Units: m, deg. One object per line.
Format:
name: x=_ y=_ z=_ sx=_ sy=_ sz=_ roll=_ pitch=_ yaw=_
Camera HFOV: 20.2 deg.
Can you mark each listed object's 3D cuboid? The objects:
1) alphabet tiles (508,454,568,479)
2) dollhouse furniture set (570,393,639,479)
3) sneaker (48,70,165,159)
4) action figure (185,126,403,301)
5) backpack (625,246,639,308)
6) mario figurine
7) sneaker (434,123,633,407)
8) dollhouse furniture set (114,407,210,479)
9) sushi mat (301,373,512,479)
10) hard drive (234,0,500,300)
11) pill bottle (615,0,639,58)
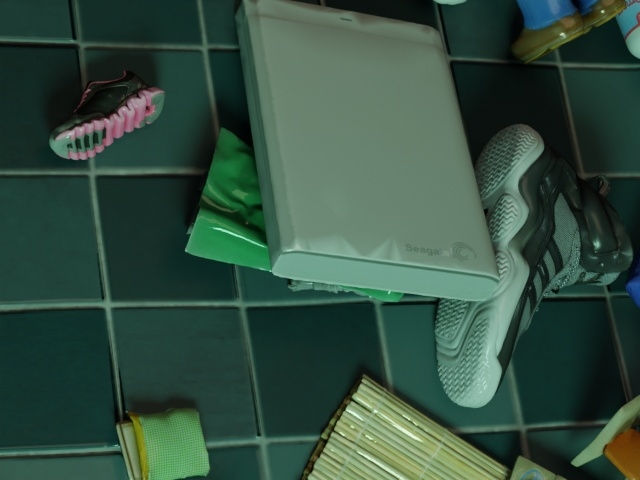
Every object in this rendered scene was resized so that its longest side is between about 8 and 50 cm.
alphabet tiles: x=0.242 y=0.326 z=1.568 sx=0.237 sy=0.009 sz=0.198 roll=29 pitch=61 yaw=-10
dollhouse furniture set: x=0.403 y=0.214 z=1.601 sx=0.259 sy=0.135 sz=0.262 roll=-25 pitch=65 yaw=-42
sneaker: x=-0.196 y=-0.114 z=1.577 sx=0.119 sy=0.047 sz=0.057 roll=-31 pitch=66 yaw=-34
action figure: x=0.000 y=0.000 z=1.595 sx=0.232 sy=0.063 sz=0.137 roll=21 pitch=59 yaw=-10
backpack: x=0.355 y=0.050 z=1.708 sx=0.120 sy=0.101 sz=0.098 roll=51 pitch=56 yaw=-35
mario figurine: x=0.171 y=-0.338 z=1.809 sx=0.321 sy=0.170 sz=0.198 roll=62 pitch=23 yaw=-1
sneaker: x=0.202 y=0.037 z=1.644 sx=0.153 sy=0.101 sz=0.269 roll=22 pitch=70 yaw=-25
dollhouse furniture set: x=-0.112 y=0.201 z=1.461 sx=0.076 sy=0.058 sz=0.152 roll=-7 pitch=71 yaw=-26
sushi mat: x=0.132 y=0.255 z=1.567 sx=0.316 sy=0.019 sz=0.151 roll=33 pitch=60 yaw=-7
hard drive: x=0.037 y=-0.088 z=1.613 sx=0.203 sy=0.040 sz=0.308 roll=8 pitch=48 yaw=-20
pill bottle: x=0.342 y=-0.242 z=1.835 sx=0.087 sy=0.087 sz=0.160 roll=-11 pitch=72 yaw=-27
